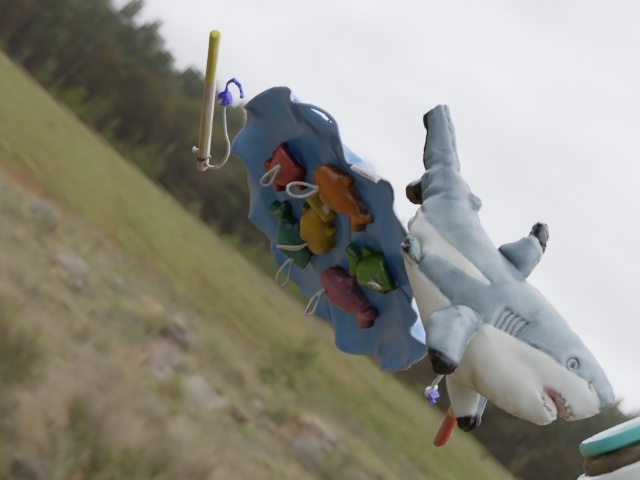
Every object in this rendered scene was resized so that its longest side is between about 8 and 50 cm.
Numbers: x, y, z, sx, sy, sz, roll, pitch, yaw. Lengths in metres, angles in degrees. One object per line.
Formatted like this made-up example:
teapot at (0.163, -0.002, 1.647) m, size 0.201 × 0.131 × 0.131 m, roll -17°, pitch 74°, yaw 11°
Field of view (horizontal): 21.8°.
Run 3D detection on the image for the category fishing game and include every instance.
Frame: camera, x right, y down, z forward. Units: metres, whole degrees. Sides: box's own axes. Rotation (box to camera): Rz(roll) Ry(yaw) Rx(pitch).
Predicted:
fishing game at (0.000, 0.000, 0.977) m, size 0.264 × 0.041 × 0.189 m, roll 51°, pitch -26°, yaw 19°

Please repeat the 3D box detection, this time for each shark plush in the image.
shark plush at (0.074, 0.014, 0.731) m, size 0.073 × 0.067 × 0.161 m, roll 66°, pitch 8°, yaw -47°

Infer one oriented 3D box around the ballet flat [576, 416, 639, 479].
ballet flat at (0.322, 0.083, 0.795) m, size 0.139 × 0.400 × 0.139 m, roll -24°, pitch 90°, yaw -86°
